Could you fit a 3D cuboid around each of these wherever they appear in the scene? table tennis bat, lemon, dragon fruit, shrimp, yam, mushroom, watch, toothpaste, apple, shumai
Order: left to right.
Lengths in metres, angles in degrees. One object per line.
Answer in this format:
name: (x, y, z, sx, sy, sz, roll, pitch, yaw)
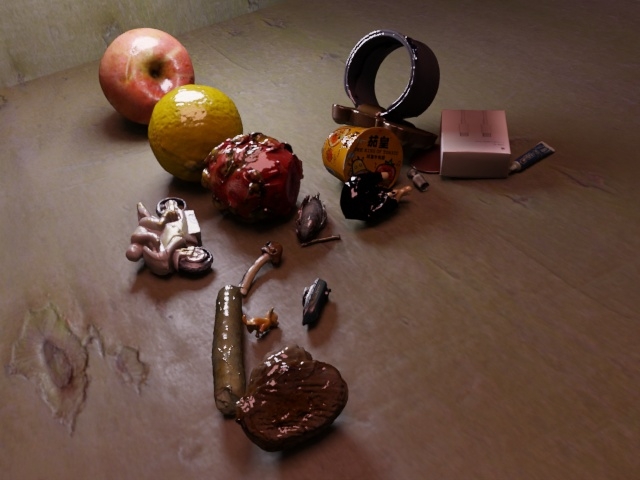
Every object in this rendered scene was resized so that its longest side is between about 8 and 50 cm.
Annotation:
apple: (-0.669, -0.624, 2.561, 0.364, 0.363, 0.363, -6, 37, 4)
lemon: (-0.405, -0.353, 2.187, 0.337, 0.335, 0.336, -6, 37, 4)
yam: (-0.212, 0.240, 1.539, 0.083, 0.083, 0.371, -10, 34, -2)
dragon fruit: (-0.213, -0.181, 1.970, 0.291, 0.250, 0.268, 8, 58, 13)
mushroom: (-0.161, 0.078, 1.775, 0.060, 0.061, 0.187, 7, 49, 41)
shumai: (-0.074, 0.324, 1.364, 0.218, 0.183, 0.185, -40, 10, -19)
shrimp: (-0.020, -0.080, 1.932, 0.090, 0.079, 0.232, 29, 36, -9)
watch: (0.244, -0.495, 2.152, 0.335, 0.326, 0.314, 31, 21, 38)
table tennis bat: (0.399, -0.293, 2.169, 0.154, 0.021, 0.274, 21, 47, 33)
toothpaste: (0.646, -0.256, 2.058, 0.197, 0.034, 0.057, -30, 57, -28)

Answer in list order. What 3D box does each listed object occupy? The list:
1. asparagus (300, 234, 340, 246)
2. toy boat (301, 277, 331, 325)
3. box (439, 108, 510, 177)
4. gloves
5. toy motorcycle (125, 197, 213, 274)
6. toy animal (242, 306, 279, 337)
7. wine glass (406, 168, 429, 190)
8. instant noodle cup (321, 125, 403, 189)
asparagus: (0.000, 0.000, 1.866, 0.115, 0.014, 0.015, -12, 20, -3)
toy boat: (-0.020, 0.157, 1.628, 0.060, 0.055, 0.141, 10, 41, 12)
box: (0.477, -0.304, 2.082, 0.204, 0.106, 0.251, 4, 43, 7)
gloves: (0.165, -0.127, 1.924, 0.204, 0.124, 0.164, 4, 63, -24)
toy motorcycle: (-0.445, -0.006, 1.890, 0.223, 0.107, 0.340, -14, 43, -17)
toy animal: (-0.141, 0.189, 1.606, 0.081, 0.060, 0.083, 36, 51, 0)
wine glass: (0.296, -0.183, 2.027, 0.039, 0.042, 0.083, -40, 40, 8)
instant noodle cup: (0.117, -0.254, 2.035, 0.216, 0.215, 0.172, -27, 31, -22)
